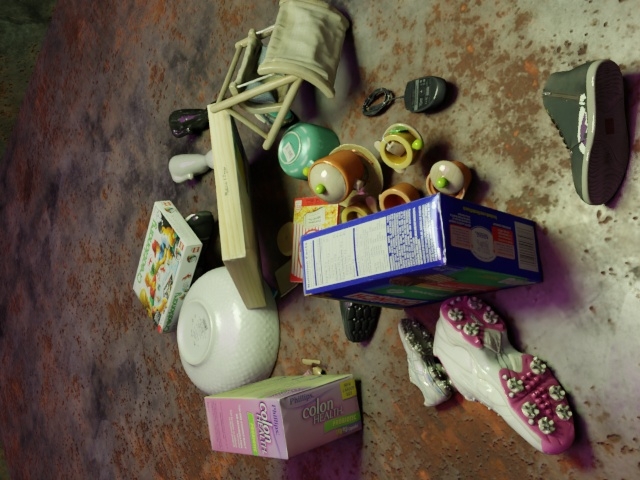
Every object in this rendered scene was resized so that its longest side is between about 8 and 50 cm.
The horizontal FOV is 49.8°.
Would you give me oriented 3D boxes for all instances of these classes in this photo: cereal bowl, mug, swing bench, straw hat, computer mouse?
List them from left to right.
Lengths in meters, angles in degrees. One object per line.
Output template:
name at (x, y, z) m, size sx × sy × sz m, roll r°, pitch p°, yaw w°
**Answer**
cereal bowl at (-0.258, 0.228, 1.721) m, size 0.339 × 0.141 × 0.338 m, roll -9°, pitch 78°, yaw 48°
swing bench at (-0.084, -0.387, 1.526) m, size 0.255 × 0.165 × 0.253 m, roll -32°, pitch 35°, yaw 41°
mug at (-0.025, -0.200, 1.551) m, size 0.158 × 0.097 × 0.129 m, roll 9°, pitch 92°, yaw 48°
straw hat at (0.077, -0.144, 1.453) m, size 0.145 × 0.061 × 0.144 m, roll 10°, pitch 120°, yaw 18°
computer mouse at (0.171, -0.286, 1.400) m, size 0.242 × 0.041 × 0.071 m, roll 4°, pitch 89°, yaw 54°

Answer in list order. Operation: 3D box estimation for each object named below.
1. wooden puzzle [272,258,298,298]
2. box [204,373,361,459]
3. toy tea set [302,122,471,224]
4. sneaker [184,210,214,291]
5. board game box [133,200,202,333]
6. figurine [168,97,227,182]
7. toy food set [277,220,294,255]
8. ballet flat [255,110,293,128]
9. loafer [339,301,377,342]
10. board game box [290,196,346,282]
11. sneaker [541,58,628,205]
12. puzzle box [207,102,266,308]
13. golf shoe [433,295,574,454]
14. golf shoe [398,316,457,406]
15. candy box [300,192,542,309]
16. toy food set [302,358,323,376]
wooden puzzle at (-0.078, 0.089, 1.636) m, size 0.116 × 0.014 × 0.078 m, roll -31°, pitch 59°, yaw 41°
box at (-0.079, 0.359, 1.432) m, size 0.243 × 0.214 × 0.117 m, roll -13°, pitch 85°, yaw 44°
toy tea set at (0.117, -0.103, 1.314) m, size 0.336 × 0.124 × 0.200 m, roll -20°, pitch 106°, yaw 43°
sneaker at (-0.339, 0.047, 1.875) m, size 0.124 × 0.107 × 0.283 m, roll 55°, pitch 133°, yaw 29°
board game box at (-0.413, 0.073, 1.838) m, size 0.193 × 0.053 × 0.305 m, roll 48°, pitch 129°, yaw 36°
figurine at (-0.326, -0.275, 1.906) m, size 0.210 × 0.092 × 0.214 m, roll -9°, pitch 80°, yaw 43°
toy food set at (-0.073, -0.005, 1.636) m, size 0.083 × 0.020 × 0.082 m, roll -43°, pitch 55°, yaw 36°
ballet flat at (-0.125, -0.315, 1.713) m, size 0.188 × 0.070 × 0.070 m, roll 47°, pitch 119°, yaw 42°
loafer at (0.074, 0.098, 1.424) m, size 0.078 × 0.076 × 0.223 m, roll -161°, pitch 70°, yaw -68°
board game box at (0.000, 0.000, 1.536) m, size 0.147 × 0.045 × 0.193 m, roll -2°, pitch 84°, yaw 48°
sneaker at (0.415, -0.167, 1.096) m, size 0.118 × 0.083 × 0.221 m, roll -169°, pitch 80°, yaw -66°
puzzle box at (-0.191, -0.078, 1.589) m, size 0.052 × 0.272 × 0.408 m, roll -10°, pitch 61°, yaw 1°
golf shoe at (0.297, 0.236, 1.154) m, size 0.306 × 0.115 × 0.140 m, roll 56°, pitch 144°, yaw 35°
golf shoe at (0.182, 0.230, 1.295) m, size 0.086 × 0.069 × 0.176 m, roll -54°, pitch 49°, yaw 36°
candy box at (0.166, 0.032, 1.186) m, size 0.317 × 0.268 × 0.122 m, roll -16°, pitch 70°, yaw 46°
toy food set at (-0.010, 0.323, 1.526) m, size 0.078 × 0.019 × 0.122 m, roll -4°, pitch 91°, yaw 45°
